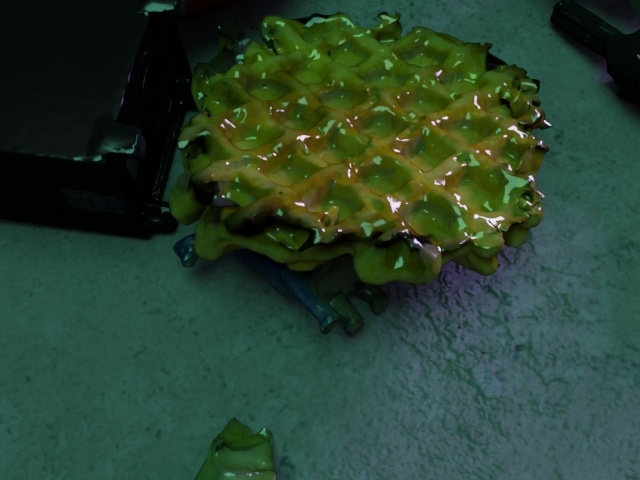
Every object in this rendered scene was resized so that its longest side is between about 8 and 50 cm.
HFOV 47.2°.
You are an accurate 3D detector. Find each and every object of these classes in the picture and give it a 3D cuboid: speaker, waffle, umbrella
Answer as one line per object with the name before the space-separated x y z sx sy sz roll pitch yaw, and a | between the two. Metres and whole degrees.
speaker | -0.269 -0.149 0.784 0.254 0.184 0.232 7 67 5
waffle | 0.045 -0.110 0.751 0.380 0.095 0.382 7 51 6
umbrella | 0.380 -0.164 0.784 0.118 0.118 0.340 -37 59 -11

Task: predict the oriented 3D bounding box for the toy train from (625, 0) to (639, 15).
toy train | 0.324 -0.450 0.773 0.160 0.397 0.253 11 55 50

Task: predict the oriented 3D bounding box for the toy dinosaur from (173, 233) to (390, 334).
toy dinosaur | 0.000 0.000 0.751 0.248 0.075 0.188 -37 66 -18

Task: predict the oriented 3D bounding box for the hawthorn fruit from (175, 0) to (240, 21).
hawthorn fruit | -0.151 -0.393 0.831 0.295 0.295 0.311 26 98 16

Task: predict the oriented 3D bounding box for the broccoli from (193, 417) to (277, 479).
broccoli | -0.100 0.311 0.560 0.254 0.186 0.302 36 80 28
